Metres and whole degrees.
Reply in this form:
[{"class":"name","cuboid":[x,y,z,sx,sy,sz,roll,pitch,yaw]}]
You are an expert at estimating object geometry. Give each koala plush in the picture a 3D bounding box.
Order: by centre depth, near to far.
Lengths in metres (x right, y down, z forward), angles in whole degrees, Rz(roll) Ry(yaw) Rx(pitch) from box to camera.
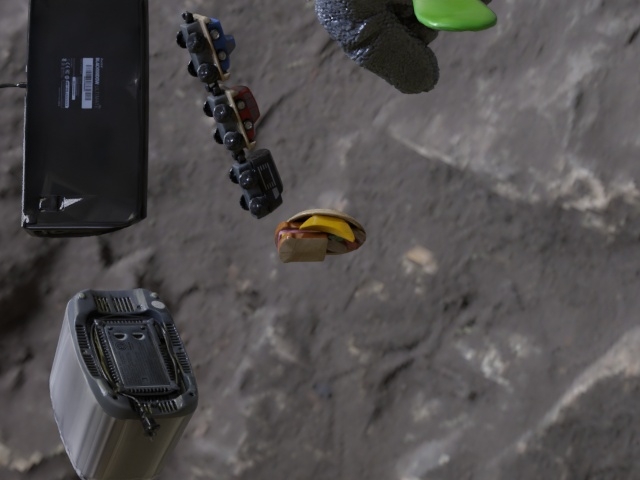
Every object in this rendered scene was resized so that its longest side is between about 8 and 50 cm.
[{"class":"koala plush","cuboid":[0.059,-0.319,1.752,0.203,0.221,0.196,19,118,-36]}]

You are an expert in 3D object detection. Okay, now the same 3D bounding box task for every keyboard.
[{"class":"keyboard","cuboid":[-0.273,-0.153,1.509,0.202,0.317,0.033,0,159,-5]}]

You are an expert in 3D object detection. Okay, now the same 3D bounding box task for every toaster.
[{"class":"toaster","cuboid":[-0.221,0.171,1.674,0.129,0.227,0.146,-1,134,-29]}]

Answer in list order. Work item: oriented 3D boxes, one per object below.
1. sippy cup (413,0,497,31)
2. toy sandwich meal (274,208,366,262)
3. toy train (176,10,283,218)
[{"class":"sippy cup","cuboid":[0.117,-0.298,1.017,0.240,0.224,0.305,-31,132,8]},{"class":"toy sandwich meal","cuboid":[0.000,0.000,1.373,0.086,0.029,0.085,4,150,2]},{"class":"toy train","cuboid":[-0.059,-0.088,1.041,0.027,0.036,0.158,32,146,60]}]
